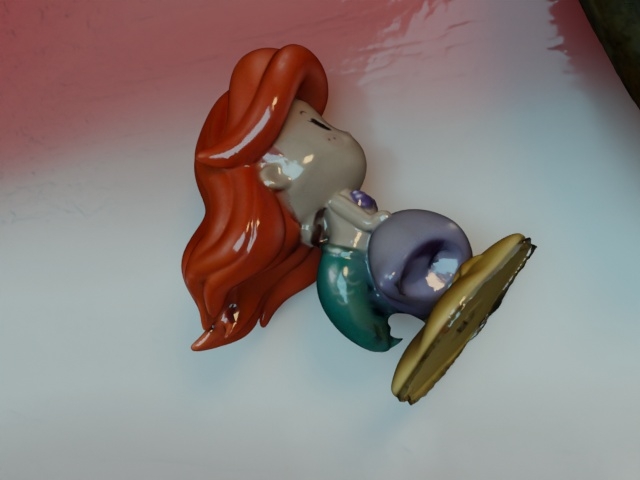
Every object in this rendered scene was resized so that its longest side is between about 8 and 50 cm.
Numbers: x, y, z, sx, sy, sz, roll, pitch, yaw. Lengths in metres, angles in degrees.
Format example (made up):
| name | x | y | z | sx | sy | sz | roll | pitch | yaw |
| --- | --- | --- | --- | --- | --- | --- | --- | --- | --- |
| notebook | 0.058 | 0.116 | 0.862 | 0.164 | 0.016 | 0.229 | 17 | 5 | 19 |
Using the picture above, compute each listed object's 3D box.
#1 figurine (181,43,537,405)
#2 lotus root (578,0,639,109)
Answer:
| name | x | y | z | sx | sy | sz | roll | pitch | yaw |
| --- | --- | --- | --- | --- | --- | --- | --- | --- | --- |
| figurine | -0.001 | -0.004 | 0.563 | 0.257 | 0.181 | 0.208 | 38 | 130 | 20 |
| lotus root | 0.268 | -0.199 | 0.441 | 0.250 | 0.250 | 0.346 | -26 | 83 | 16 |
